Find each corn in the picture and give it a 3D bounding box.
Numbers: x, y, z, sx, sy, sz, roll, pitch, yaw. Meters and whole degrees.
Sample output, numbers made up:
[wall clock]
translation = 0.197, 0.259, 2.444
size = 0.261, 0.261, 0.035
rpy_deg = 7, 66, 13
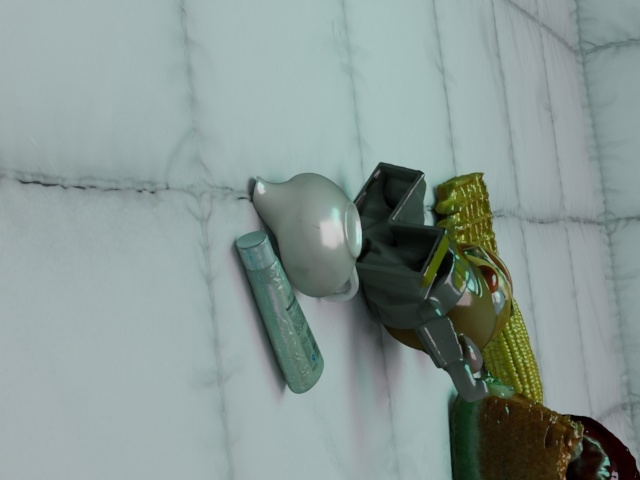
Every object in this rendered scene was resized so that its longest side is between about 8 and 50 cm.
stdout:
[corn]
translation = 0.327, 0.204, 2.257
size = 0.093, 0.093, 0.244
rpy_deg = -58, 135, -59

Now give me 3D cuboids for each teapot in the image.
[teapot]
translation = 0.000, 0.000, 1.505
size = 0.226, 0.092, 0.145
rpy_deg = 66, 27, -43

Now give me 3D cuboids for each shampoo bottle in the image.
[shampoo bottle]
translation = -0.044, 0.076, 1.420
size = 0.069, 0.041, 0.190
rpy_deg = -61, 138, -49

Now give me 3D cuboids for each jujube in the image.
[jujube]
translation = 0.468, 0.480, 2.333
size = 0.376, 0.259, 0.258
rpy_deg = 61, 29, -34

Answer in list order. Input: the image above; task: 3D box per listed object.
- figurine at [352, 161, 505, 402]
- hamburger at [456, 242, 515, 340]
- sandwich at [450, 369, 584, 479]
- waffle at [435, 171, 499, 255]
[figurine]
translation = 0.144, 0.058, 1.734
size = 0.285, 0.167, 0.342
rpy_deg = 57, 32, -41
[hamburger]
translation = 0.213, 0.081, 1.925
size = 0.115, 0.162, 0.162
rpy_deg = -54, 132, -63
[sandwich]
translation = 0.299, 0.350, 2.007
size = 0.109, 0.212, 0.292
rpy_deg = 19, 78, -50
[waffle]
translation = 0.242, -0.026, 2.171
size = 0.211, 0.055, 0.160
rpy_deg = -25, 105, -69
